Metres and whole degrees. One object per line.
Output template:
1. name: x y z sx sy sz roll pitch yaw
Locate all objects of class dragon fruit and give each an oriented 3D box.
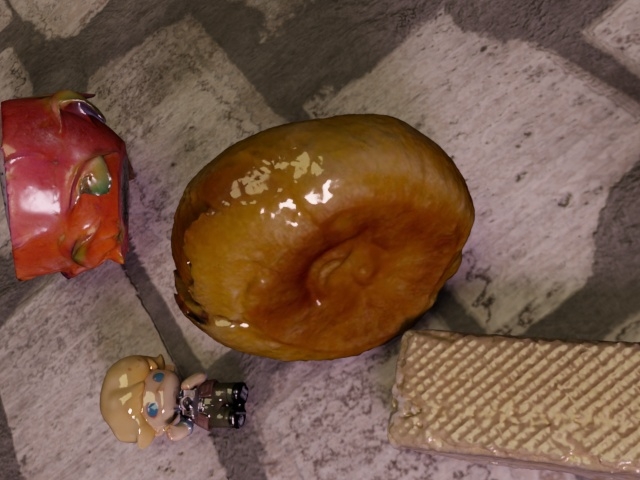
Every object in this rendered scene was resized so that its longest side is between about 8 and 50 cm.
1. dragon fruit: -0.373 -0.083 1.161 0.189 0.291 0.291 -6 57 -14

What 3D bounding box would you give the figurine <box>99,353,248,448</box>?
1. figurine: -0.193 0.211 1.008 0.195 0.108 0.114 3 88 22

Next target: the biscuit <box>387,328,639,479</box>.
1. biscuit: 0.275 0.173 0.787 0.425 0.078 0.144 1 68 29

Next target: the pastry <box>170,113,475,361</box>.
1. pastry: 0.000 0.000 0.877 0.355 0.356 0.164 -31 46 12
